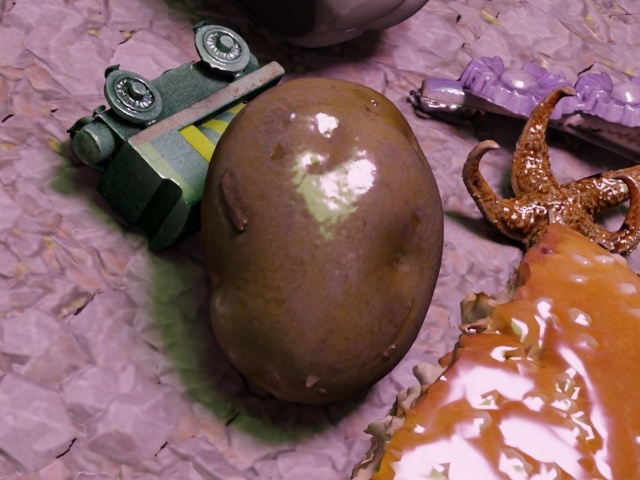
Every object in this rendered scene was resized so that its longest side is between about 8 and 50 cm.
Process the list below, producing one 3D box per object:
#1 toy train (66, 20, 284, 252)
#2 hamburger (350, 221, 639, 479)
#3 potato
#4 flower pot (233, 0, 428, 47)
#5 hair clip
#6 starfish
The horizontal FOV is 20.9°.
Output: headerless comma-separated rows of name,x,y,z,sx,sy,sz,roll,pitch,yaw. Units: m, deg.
toy train,-0.094,-0.082,1.308,0.132,0.083,0.200,47,45,8
hamburger,0.127,0.199,0.983,0.287,0.268,0.445,33,40,4
potato,0.000,0.000,1.195,0.177,0.160,0.235,17,61,-10
flower pot,0.007,-0.289,1.449,0.246,0.246,0.195,41,69,18
hair clip,0.220,-0.108,1.492,0.292,0.085,0.106,12,24,-8
starfish,0.202,-0.046,1.400,0.190,0.074,0.146,-21,69,-37
